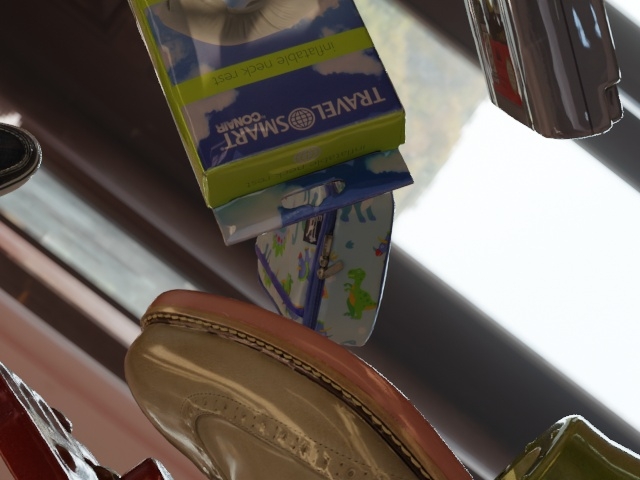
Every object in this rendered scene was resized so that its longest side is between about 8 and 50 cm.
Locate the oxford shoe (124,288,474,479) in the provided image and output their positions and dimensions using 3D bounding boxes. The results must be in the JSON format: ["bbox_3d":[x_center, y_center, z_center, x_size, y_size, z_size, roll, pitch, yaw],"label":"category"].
[{"bbox_3d":[0.014,0.160,0.631,0.146,0.397,0.140,-41,141,-17],"label":"oxford shoe"}]

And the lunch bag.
[{"bbox_3d":[0.000,0.000,1.386,0.219,0.090,0.176,-124,-138,-65],"label":"lunch bag"}]

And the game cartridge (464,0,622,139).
[{"bbox_3d":[0.127,-0.176,0.916,0.060,0.196,0.294,-11,-170,2],"label":"game cartridge"}]

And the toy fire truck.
[{"bbox_3d":[-0.216,0.238,1.288,0.169,0.254,0.302,-34,157,-5],"label":"toy fire truck"}]

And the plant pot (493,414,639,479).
[{"bbox_3d":[0.300,0.376,1.401,0.366,0.353,0.366,-46,175,-5],"label":"plant pot"}]

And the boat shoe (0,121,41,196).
[{"bbox_3d":[-0.286,-0.069,1.018,0.183,0.065,0.083,-3,163,-26],"label":"boat shoe"}]

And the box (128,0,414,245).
[{"bbox_3d":[-0.031,-0.095,0.727,0.109,0.178,0.042,-19,154,-9],"label":"box"}]
